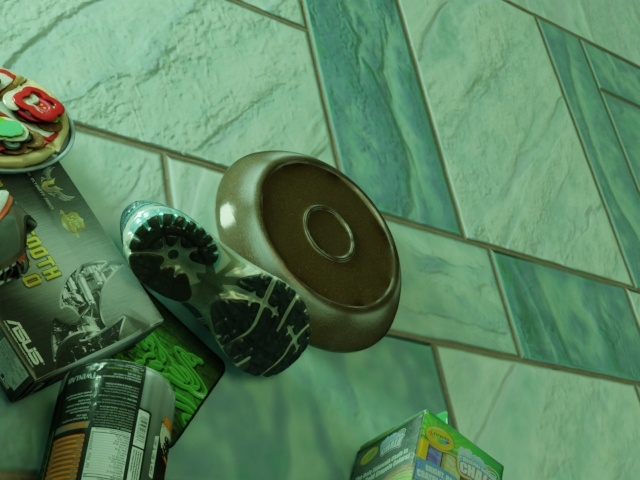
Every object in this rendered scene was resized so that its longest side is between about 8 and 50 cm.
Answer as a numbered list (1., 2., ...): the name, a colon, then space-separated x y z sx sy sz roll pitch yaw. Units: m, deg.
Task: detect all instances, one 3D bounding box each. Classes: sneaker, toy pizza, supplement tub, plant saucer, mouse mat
1. sneaker: -0.119 0.045 1.255 0.283 0.110 0.122 47 -2 -32
2. toy pizza: -0.362 -0.145 1.175 0.201 0.032 0.201 19 34 -14
3. supplement tub: -0.204 0.218 1.025 0.117 0.117 0.190 28 44 -26
4. sneaker: -0.306 0.019 1.035 0.065 0.061 0.158 37 41 -24
5. plant saucer: 0.000 0.000 1.458 0.311 0.050 0.310 25 46 -28
6. mouse mat: -0.200 0.121 1.196 0.189 0.007 0.152 45 38 -9

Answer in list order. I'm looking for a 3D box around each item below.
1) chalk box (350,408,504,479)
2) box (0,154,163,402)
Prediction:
1. chalk box: 0.119 0.298 1.270 0.132 0.132 0.213 38 41 -16
2. box: -0.296 0.031 1.125 0.183 0.056 0.231 -24 77 -50
